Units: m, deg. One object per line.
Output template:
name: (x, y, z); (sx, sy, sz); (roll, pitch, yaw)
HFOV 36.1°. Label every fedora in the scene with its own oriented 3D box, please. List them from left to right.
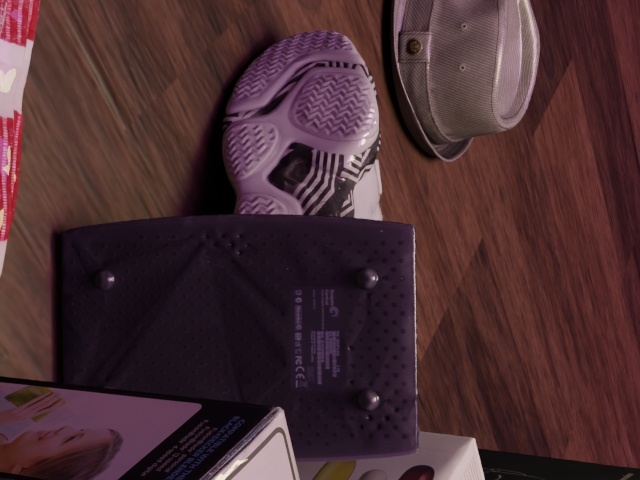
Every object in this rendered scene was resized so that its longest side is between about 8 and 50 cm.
fedora: (0.186, -0.235, 1.182); (0.243, 0.124, 0.276); (17, 76, -57)

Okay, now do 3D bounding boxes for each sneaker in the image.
sneaker: (0.000, 0.000, 0.888); (0.210, 0.137, 0.366); (70, 15, -58)

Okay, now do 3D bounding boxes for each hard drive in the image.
hard drive: (-0.056, 0.067, 0.697); (0.054, 0.254, 0.172); (-4, 93, -79)

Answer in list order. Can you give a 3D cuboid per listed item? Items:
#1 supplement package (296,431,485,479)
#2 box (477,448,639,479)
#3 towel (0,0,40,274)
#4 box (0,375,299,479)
supplement package: (-0.007, 0.258, 0.747); (0.145, 0.261, 0.204); (-44, 126, -49)
box: (0.188, 0.337, 0.930); (0.293, 0.395, 0.212); (-2, 92, -57)
towel: (-0.228, -0.146, 0.546); (0.237, 0.037, 0.329); (36, 58, -72)
box: (-0.141, 0.166, 0.512); (0.087, 0.290, 0.169); (-36, 119, -52)
